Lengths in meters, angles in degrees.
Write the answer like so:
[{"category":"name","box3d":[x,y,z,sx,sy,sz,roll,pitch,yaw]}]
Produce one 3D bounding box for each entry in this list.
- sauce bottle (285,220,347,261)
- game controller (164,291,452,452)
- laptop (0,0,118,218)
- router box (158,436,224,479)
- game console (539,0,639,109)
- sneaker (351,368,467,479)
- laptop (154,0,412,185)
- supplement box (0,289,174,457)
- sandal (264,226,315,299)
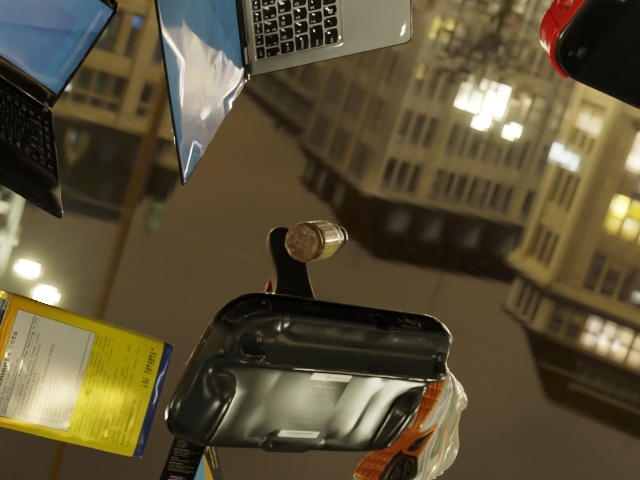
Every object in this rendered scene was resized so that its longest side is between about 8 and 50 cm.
[{"category":"sauce bottle","box3d":[0.000,0.000,1.539,0.042,0.042,0.128,22,-173,16]},{"category":"game controller","box3d":[-0.004,0.135,1.454,0.319,0.166,0.067,11,-146,-45]},{"category":"laptop","box3d":[-0.339,-0.201,1.704,0.234,0.137,0.264,35,-147,-46]},{"category":"router box","box3d":[-0.152,0.317,1.736,0.046,0.179,0.133,8,-130,12]},{"category":"game console","box3d":[0.488,-0.300,1.784,0.342,0.386,0.060,19,-141,-23]},{"category":"sneaker","box3d":[0.120,0.280,1.862,0.099,0.262,0.121,13,164,40]},{"category":"laptop","box3d":[-0.035,-0.329,2.011,0.408,0.382,0.236,-13,-137,-11]},{"category":"supplement box","box3d":[-0.436,0.200,2.331,0.195,0.194,0.357,9,169,41]},{"category":"sandal","box3d":[-0.041,0.066,1.857,0.067,0.040,0.179,14,-130,-26]}]
